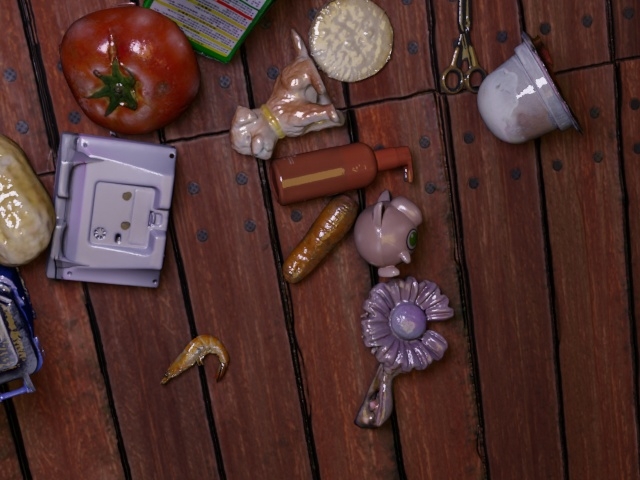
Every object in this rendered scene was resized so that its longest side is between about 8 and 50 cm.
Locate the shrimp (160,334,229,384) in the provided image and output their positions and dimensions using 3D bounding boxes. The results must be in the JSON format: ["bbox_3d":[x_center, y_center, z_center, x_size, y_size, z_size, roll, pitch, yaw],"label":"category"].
[{"bbox_3d":[-0.219,0.223,1.704,0.127,0.025,0.091,-35,110,-7],"label":"shrimp"}]

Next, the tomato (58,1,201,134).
[{"bbox_3d":[-0.299,-0.248,1.500,0.225,0.085,0.225,1,132,1],"label":"tomato"}]

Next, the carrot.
[{"bbox_3d":[0.000,0.000,1.693,0.060,0.060,0.186,35,94,-19],"label":"carrot"}]

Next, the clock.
[{"bbox_3d":[-0.339,-0.049,1.581,0.186,0.083,0.253,6,101,-16],"label":"clock"}]

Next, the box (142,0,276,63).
[{"bbox_3d":[-0.157,-0.383,1.465,0.180,0.250,0.103,24,61,-18],"label":"box"}]

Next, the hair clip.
[{"bbox_3d":[0.134,0.213,1.768,0.173,0.069,0.300,14,98,-17],"label":"hair clip"}]

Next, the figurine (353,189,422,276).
[{"bbox_3d":[0.117,-0.012,1.684,0.125,0.125,0.138,-7,101,-13],"label":"figurine"}]

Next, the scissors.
[{"bbox_3d":[0.250,-0.365,1.694,0.088,0.017,0.220,-4,103,-13],"label":"scissors"}]

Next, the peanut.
[{"bbox_3d":[-0.486,-0.069,1.502,0.129,0.129,0.224,-22,89,-9],"label":"peanut"}]

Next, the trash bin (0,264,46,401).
[{"bbox_3d":[-0.513,0.133,1.498,0.162,0.234,0.184,-18,106,-8],"label":"trash bin"}]

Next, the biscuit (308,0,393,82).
[{"bbox_3d":[0.052,-0.341,1.647,0.152,0.020,0.152,-3,104,-14],"label":"biscuit"}]

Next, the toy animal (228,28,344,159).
[{"bbox_3d":[-0.080,-0.233,1.615,0.185,0.104,0.184,-27,79,10],"label":"toy animal"}]

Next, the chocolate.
[{"bbox_3d":[0.349,-0.243,1.686,0.147,0.221,0.221,-28,110,23],"label":"chocolate"}]

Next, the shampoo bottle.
[{"bbox_3d":[0.038,-0.120,1.661,0.244,0.085,0.085,-11,105,-11],"label":"shampoo bottle"}]
